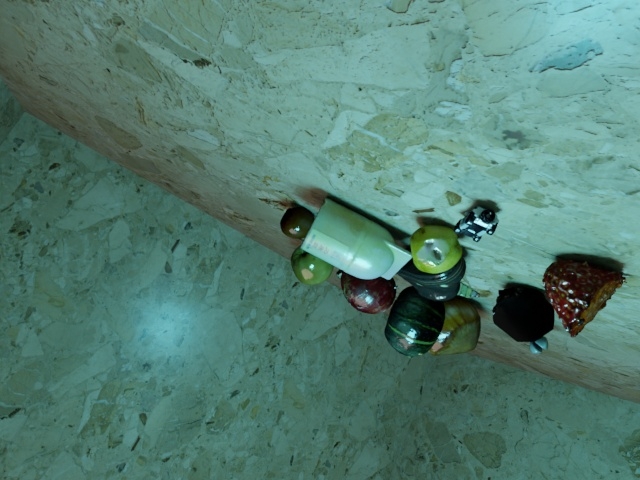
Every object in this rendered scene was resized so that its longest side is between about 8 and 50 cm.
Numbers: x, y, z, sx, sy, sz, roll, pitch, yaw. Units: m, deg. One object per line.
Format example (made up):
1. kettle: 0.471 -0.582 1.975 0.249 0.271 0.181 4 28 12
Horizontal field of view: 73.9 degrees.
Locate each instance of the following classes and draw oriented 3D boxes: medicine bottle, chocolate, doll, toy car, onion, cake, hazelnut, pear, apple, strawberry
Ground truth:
1. medicine bottle: 0.146 0.019 1.714 0.406 0.236 0.236 28 167 -2
2. chocolate: 0.793 0.249 1.682 0.224 0.206 0.177 37 -150 -5
3. doll: 0.950 0.415 1.915 0.258 0.153 0.195 31 -179 -42
4. toy car: 0.450 -0.052 1.218 0.080 0.070 0.171 25 169 5
5. onion: 0.217 0.215 1.986 0.276 0.276 0.276 25 167 6
6. cake: 0.637 0.220 2.002 0.225 0.090 0.109 11 172 -23
7. hazelnut: 0.644 0.418 2.175 0.372 0.315 0.372 23 -147 -16
8. chocolate: -0.102 -0.075 2.007 0.176 0.177 0.177 25 167 6
9. pear: 0.394 0.027 1.451 0.177 0.178 0.178 25 167 6
10. apple: -0.057 0.143 2.579 0.262 0.263 0.262 25 167 6
11. strawberry: 0.727 0.151 1.233 0.178 0.234 0.234 42 180 41

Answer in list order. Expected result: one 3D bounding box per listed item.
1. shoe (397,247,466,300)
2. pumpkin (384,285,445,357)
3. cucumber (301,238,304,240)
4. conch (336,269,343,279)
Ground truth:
1. shoe: 0.473 0.142 1.703 0.237 0.171 0.384 37 166 -17
2. pumpkin: 0.430 0.368 1.940 0.241 0.323 0.323 20 166 12
3. cucumber: 0.000 0.000 2.256 0.359 0.096 0.096 27 167 5
4. conch: 0.206 0.160 2.258 0.159 0.210 0.291 43 -179 -1
